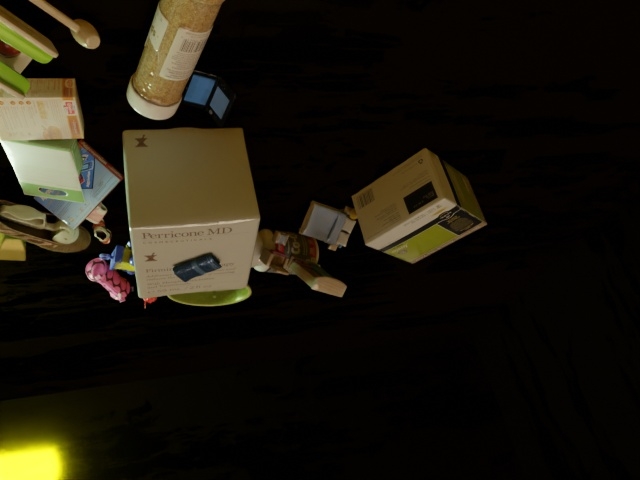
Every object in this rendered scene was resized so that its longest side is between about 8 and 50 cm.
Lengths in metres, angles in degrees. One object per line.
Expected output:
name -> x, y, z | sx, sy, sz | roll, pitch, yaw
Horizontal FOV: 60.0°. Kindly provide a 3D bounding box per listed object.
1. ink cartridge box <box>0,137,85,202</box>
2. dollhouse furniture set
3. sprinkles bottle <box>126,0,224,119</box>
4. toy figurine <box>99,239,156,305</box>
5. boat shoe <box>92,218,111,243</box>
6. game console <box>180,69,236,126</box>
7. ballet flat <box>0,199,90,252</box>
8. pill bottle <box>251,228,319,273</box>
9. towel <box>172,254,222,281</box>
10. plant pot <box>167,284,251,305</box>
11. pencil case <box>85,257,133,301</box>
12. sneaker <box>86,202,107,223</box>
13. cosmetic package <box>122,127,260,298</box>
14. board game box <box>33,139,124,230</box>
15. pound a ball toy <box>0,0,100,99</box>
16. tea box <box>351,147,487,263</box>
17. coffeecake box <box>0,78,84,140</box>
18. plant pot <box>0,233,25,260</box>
ink cartridge box -> -0.715, -0.196, 1.455 | 0.171, 0.056, 0.235 | 9, 149, -7
dollhouse furniture set -> 0.000, 0.000, 1.928 | 0.287, 0.198, 0.303 | 19, 98, -37
sprinkles bottle -> -0.318, -0.423, 1.204 | 0.121, 0.121, 0.355 | 6, 146, -32
toy figurine -> -0.651, 0.093, 1.906 | 0.217, 0.191, 0.363 | 19, 157, -22
boat shoe -> -0.719, -0.022, 1.824 | 0.049, 0.043, 0.137 | -9, 153, -14
game console -> -0.284, -0.356, 1.398 | 0.071, 0.107, 0.122 | -29, 166, -41
ballet flat -> -0.830, -0.048, 1.649 | 0.124, 0.116, 0.343 | -20, 149, 38
pill bottle -> -0.163, 0.041, 2.068 | 0.284, 0.161, 0.161 | 7, 145, -35
towel -> -0.335, 0.075, 1.503 | 0.120, 0.029, 0.067 | -19, 150, 9
plant pot -> -0.377, 0.063, 1.888 | 0.277, 0.253, 0.276 | -4, 156, -2
pencil case -> -0.780, 0.148, 2.044 | 0.095, 0.098, 0.209 | -16, 151, 3
sneaker -> -0.710, -0.104, 1.677 | 0.070, 0.051, 0.134 | -39, 139, 17
cosmetic package -> -0.377, -0.074, 1.590 | 0.330, 0.327, 0.393 | -5, 149, -17
board game box -> -0.680, -0.148, 1.553 | 0.281, 0.027, 0.145 | -34, 112, 33
pound a ball toy -> -0.629, -0.432, 1.072 | 0.208, 0.135, 0.319 | -48, 144, 7
tea box -> 0.351, -0.108, 1.974 | 0.329, 0.219, 0.324 | -31, 146, 29
coffeecake box -> -0.667, -0.308, 1.306 | 0.186, 0.068, 0.142 | -5, 150, -17
plant pot -> -0.961, 0.005, 1.727 | 0.081, 0.081, 0.083 | 4, 136, -30
